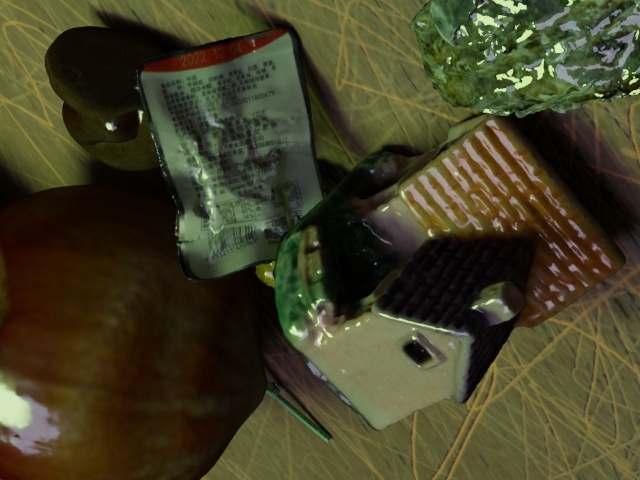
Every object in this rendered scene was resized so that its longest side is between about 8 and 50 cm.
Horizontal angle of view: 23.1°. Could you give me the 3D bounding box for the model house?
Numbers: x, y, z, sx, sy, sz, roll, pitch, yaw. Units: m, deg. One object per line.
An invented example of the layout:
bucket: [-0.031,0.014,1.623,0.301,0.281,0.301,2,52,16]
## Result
model house: [0.113,0.013,1.420,0.237,0.237,0.202,-28,102,47]

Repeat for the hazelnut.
hazelnut: [-0.247,0.115,1.760,0.365,0.366,0.366,23,141,20]

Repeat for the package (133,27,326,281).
package: [-0.078,-0.077,1.504,0.040,0.166,0.232,-164,60,-74]

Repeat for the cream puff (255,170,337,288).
cream puff: [0.000,0.000,1.595,0.146,0.146,0.116,33,107,8]

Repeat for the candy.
candy: [-0.059,0.187,1.905,0.194,0.058,0.062,42,153,-19]

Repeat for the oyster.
oyster: [0.185,-0.183,1.235,0.351,0.158,0.162,-5,88,53]

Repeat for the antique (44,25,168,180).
antique: [-0.161,-0.115,1.610,0.256,0.121,0.143,21,148,23]
